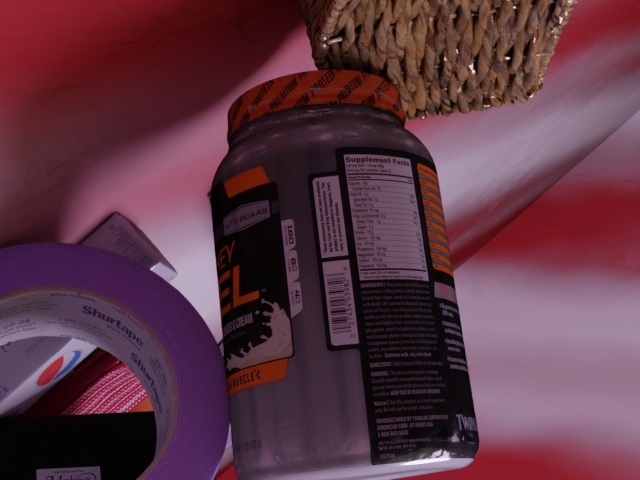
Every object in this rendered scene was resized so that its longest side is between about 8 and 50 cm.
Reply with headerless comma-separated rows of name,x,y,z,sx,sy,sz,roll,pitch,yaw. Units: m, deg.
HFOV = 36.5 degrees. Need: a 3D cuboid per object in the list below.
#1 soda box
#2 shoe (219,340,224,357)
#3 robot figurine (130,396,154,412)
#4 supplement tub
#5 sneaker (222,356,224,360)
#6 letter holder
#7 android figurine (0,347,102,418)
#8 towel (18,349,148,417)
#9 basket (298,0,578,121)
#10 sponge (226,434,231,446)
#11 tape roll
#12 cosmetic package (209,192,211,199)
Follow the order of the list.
soda box,-0.246,0.075,0.940,0.216,0.069,0.074,-41,167,-2
shoe,-0.125,0.176,1.652,0.178,0.063,0.081,-44,169,32
robot figurine,-0.268,0.306,1.430,0.219,0.158,0.128,-62,174,2
supplement tub,0.012,0.035,0.791,0.194,0.316,0.193,-6,163,-2
sneaker,-0.246,0.272,1.564,0.271,0.100,0.108,-23,116,-27
letter holder,-0.301,0.291,0.950,0.302,0.152,0.214,2,139,-24
android figurine,-0.309,0.167,1.090,0.273,0.056,0.248,-46,167,22
towel,-0.266,0.195,1.117,0.199,0.031,0.275,-39,168,-4
basket,0.081,-0.253,0.800,0.213,0.223,0.299,-9,165,1
sponge,-0.263,0.348,1.606,0.210,0.031,0.117,-9,-168,37
tape roll,-0.215,0.140,0.780,0.275,0.275,0.090,-34,164,-34
cosmetic package,0.000,0.000,1.233,0.217,0.156,0.385,-38,167,-11
